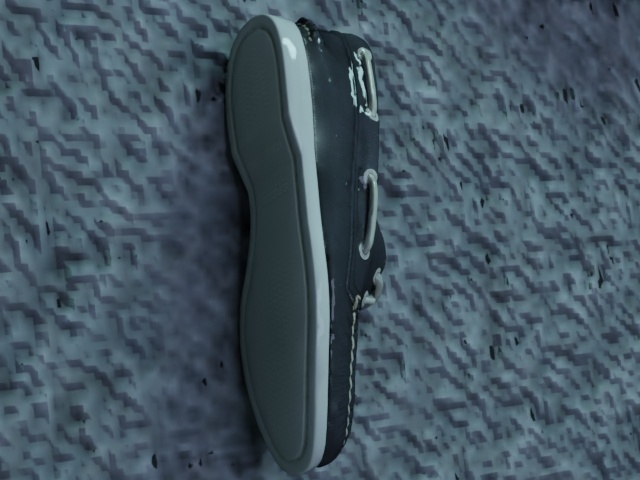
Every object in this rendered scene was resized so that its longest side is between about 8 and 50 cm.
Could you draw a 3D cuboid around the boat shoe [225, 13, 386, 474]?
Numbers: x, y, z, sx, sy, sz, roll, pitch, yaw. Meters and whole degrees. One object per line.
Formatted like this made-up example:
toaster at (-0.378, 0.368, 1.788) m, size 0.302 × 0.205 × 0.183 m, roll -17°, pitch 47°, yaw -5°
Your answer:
boat shoe at (0.000, 0.000, 0.379) m, size 0.038 × 0.046 × 0.125 m, roll 2°, pitch 74°, yaw -31°
